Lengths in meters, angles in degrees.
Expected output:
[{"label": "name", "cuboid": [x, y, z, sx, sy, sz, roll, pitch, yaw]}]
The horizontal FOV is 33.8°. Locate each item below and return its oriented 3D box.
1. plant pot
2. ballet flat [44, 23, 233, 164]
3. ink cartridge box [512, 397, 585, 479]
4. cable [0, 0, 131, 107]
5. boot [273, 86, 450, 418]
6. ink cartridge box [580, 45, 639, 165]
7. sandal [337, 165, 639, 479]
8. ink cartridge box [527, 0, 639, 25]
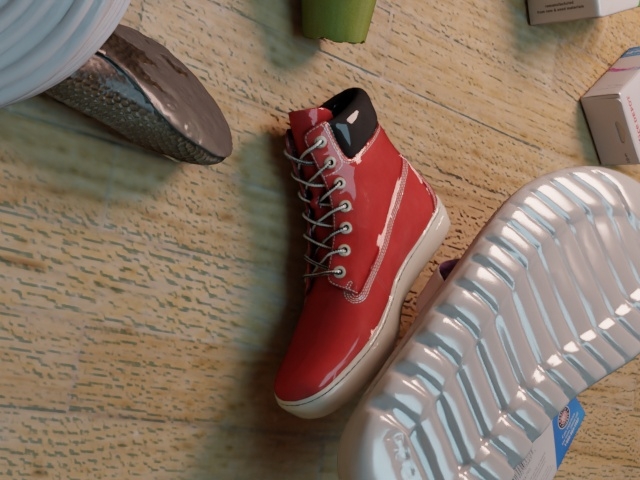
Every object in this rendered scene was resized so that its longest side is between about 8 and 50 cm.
[{"label": "plant pot", "cuboid": [0.015, -0.198, 0.833, 0.083, 0.083, 0.079, -6, 107, -44]}, {"label": "ballet flat", "cuboid": [-0.154, -0.109, 0.688, 0.249, 0.058, 0.084, 27, 36, -46]}, {"label": "ink cartridge box", "cuboid": [0.143, 0.134, 0.962, 0.134, 0.078, 0.231, -53, 125, -29]}, {"label": "cable", "cuboid": [-0.212, -0.184, 0.527, 0.257, 0.089, 0.257, 12, 100, -13]}, {"label": "boot", "cuboid": [0.000, 0.000, 0.818, 0.176, 0.088, 0.244, 54, 49, -31]}, {"label": "ink cartridge box", "cuboid": [0.347, -0.150, 1.166, 0.122, 0.052, 0.089, -43, 119, -35]}, {"label": "sandal", "cuboid": [0.145, 0.071, 0.848, 0.416, 0.102, 0.169, -37, 96, -34]}, {"label": "ink cartridge box", "cuboid": [0.272, -0.334, 1.061, 0.153, 0.086, 0.209, -21, 107, -41]}]
